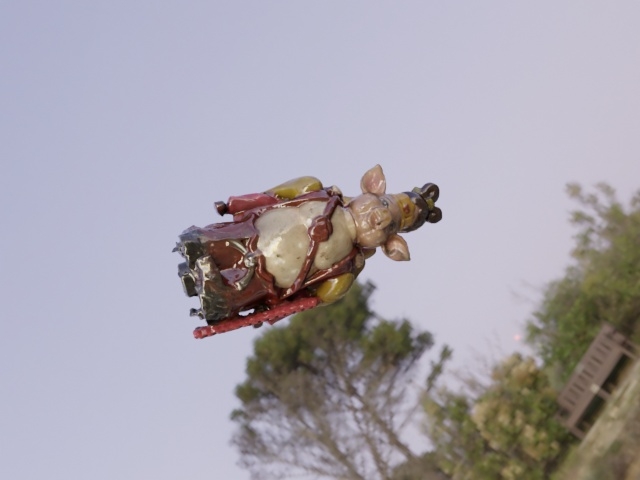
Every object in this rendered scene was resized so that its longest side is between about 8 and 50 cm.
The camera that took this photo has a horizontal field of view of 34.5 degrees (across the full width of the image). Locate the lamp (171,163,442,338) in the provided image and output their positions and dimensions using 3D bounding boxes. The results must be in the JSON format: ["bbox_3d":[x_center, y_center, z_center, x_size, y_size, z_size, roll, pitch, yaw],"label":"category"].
[{"bbox_3d":[0.000,0.000,0.890,0.253,0.118,0.118,-15,-35,-9],"label":"lamp"}]
